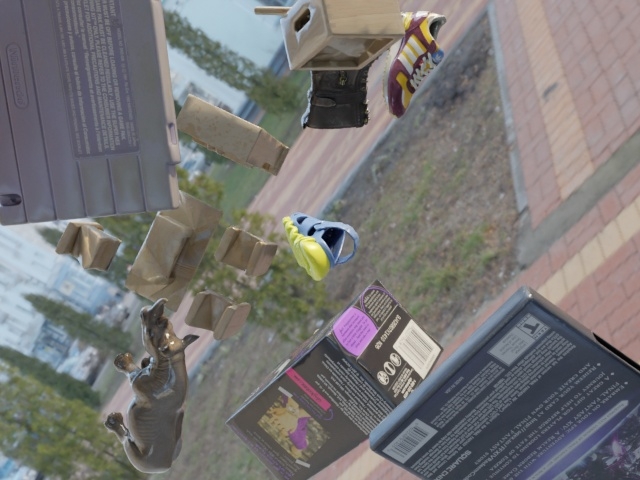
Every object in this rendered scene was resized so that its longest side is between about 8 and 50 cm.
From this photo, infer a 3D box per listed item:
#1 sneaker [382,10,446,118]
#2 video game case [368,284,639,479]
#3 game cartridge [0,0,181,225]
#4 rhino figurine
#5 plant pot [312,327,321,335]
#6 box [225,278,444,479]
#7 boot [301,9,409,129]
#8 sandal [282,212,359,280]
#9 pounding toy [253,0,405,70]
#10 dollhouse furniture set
[{"bbox_3d":[0.155,-0.287,1.177,0.069,0.083,0.186,26,-108,-66],"label":"sneaker"},{"bbox_3d":[0.209,0.178,0.622,0.196,0.274,0.026,-50,18,23],"label":"video game case"},{"bbox_3d":[-0.298,-0.203,0.878,0.068,0.230,0.355,-113,18,-80],"label":"game cartridge"},{"bbox_3d":[-0.200,0.177,0.882,0.106,0.073,0.243,31,118,38],"label":"rhino figurine"},{"bbox_3d":[0.021,0.230,1.473,0.081,0.083,0.081,-31,20,53],"label":"plant pot"},{"bbox_3d":[0.017,0.207,1.022,0.270,0.143,0.165,-45,-2,38],"label":"box"},{"bbox_3d":[0.080,-0.334,1.453,0.091,0.262,0.229,-101,3,-50],"label":"boot"},{"bbox_3d":[0.000,0.000,1.731,0.138,0.126,0.317,-26,23,-9],"label":"sandal"},{"bbox_3d":[0.007,-0.278,0.922,0.141,0.130,0.100,-21,79,60],"label":"pounding toy"},{"bbox_3d":[-0.244,-0.060,1.451,0.394,0.362,0.256,-64,-8,3],"label":"dollhouse furniture set"}]
